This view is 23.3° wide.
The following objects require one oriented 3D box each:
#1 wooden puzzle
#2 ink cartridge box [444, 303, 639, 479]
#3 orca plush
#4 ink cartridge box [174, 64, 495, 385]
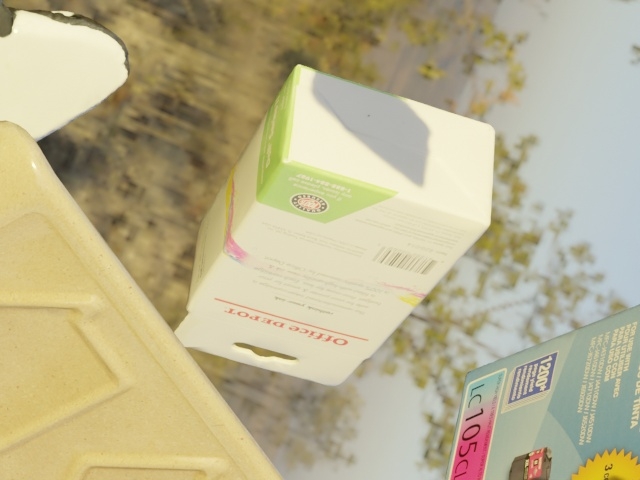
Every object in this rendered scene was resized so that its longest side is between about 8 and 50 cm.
[{"bbox_3d":[-0.205,0.132,0.930,0.322,0.348,0.080,-27,-161,16],"label":"wooden puzzle"},{"bbox_3d":[0.273,0.198,1.259,0.395,0.151,0.270,-28,-141,48],"label":"ink cartridge box"},{"bbox_3d":[-0.286,-0.103,1.101,0.287,0.102,0.151,-31,128,-9],"label":"orca plush"},{"bbox_3d":[0.000,0.000,1.511,0.353,0.207,0.119,127,-26,-51],"label":"ink cartridge box"}]
